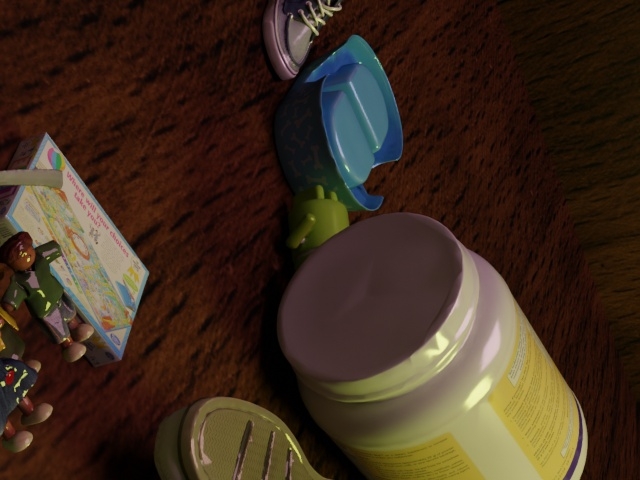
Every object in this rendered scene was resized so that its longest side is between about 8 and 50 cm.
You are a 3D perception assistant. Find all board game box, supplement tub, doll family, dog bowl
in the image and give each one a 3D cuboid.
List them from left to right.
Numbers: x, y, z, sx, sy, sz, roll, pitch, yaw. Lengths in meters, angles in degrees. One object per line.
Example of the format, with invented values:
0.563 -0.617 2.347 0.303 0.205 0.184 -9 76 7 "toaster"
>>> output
-0.222 0.070 0.801 0.193 0.076 0.111 -73 145 -50 "doll family"
-0.192 0.008 0.977 0.154 0.026 0.103 58 26 -32 "board game box"
0.022 -0.136 1.536 0.166 0.074 0.297 64 23 -21 "dog bowl"
0.120 0.152 1.335 0.331 0.241 0.241 54 29 -40 "supplement tub"

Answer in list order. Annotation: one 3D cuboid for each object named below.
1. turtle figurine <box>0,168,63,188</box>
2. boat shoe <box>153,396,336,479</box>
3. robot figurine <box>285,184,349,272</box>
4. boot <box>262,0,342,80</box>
-0.268 -0.044 0.576 0.197 0.266 0.275 36 61 3 "turtle figurine"
-0.058 0.216 1.044 0.302 0.103 0.113 48 46 -48 "boat shoe"
0.000 0.000 1.389 0.101 0.067 0.115 24 52 -49 "robot figurine"
-0.015 -0.277 1.529 0.069 0.086 0.190 51 30 -43 "boot"
